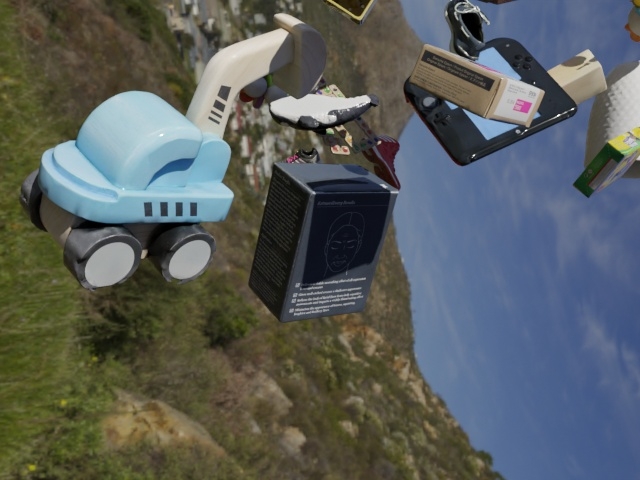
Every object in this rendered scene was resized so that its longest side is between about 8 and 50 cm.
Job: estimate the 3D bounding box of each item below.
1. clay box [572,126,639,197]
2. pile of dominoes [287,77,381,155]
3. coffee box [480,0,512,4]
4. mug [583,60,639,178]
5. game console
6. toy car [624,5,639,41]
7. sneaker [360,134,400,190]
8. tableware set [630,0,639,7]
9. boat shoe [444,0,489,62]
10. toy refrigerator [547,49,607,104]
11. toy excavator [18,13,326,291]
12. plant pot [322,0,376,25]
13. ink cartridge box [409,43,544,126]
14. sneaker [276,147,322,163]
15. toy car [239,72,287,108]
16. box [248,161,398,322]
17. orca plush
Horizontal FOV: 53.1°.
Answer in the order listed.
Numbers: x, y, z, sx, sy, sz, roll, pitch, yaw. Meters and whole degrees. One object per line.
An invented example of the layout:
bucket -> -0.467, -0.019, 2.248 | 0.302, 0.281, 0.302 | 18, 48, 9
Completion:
clay box -> 0.671, -0.182, 1.456 | 0.053, 0.222, 0.127 | 47, -46, 21
pile of dominoes -> 0.046, -0.355, 1.830 | 0.251, 0.196, 0.040 | 52, -41, 11
coffee box -> 0.533, -0.732, 1.734 | 0.098, 0.246, 0.141 | 37, -41, 42
mug -> 1.043, -0.378, 2.059 | 0.276, 0.374, 0.328 | 179, -80, -65
game console -> 0.461, -0.400, 1.792 | 0.342, 0.386, 0.060 | 60, -9, 33
toy car -> 1.001, -0.672, 1.882 | 0.238, 0.210, 0.219 | 90, 25, -63
sneaker -> 0.239, -0.270, 2.162 | 0.221, 0.128, 0.087 | 62, -25, 12
tableware set -> 0.849, -0.670, 1.673 | 0.024, 0.104, 0.154 | 13, 52, -60
boat shoe -> 0.351, -0.519, 1.535 | 0.079, 0.095, 0.254 | -48, -157, 44
toy refrigerator -> 0.679, -0.434, 1.874 | 0.102, 0.269, 0.094 | 44, 25, -45
toy excavator -> -0.215, -0.169, 1.045 | 0.222, 0.433, 0.445 | 41, -61, 33
plant pot -> 0.052, -0.380, 0.985 | 0.081, 0.081, 0.083 | -56, 175, 5
ink cartridge box -> 0.329, -0.319, 1.335 | 0.234, 0.193, 0.088 | -6, 123, -52
sneaker -> -0.081, -0.290, 2.271 | 0.063, 0.170, 0.075 | -99, 180, -60
toy car -> -0.194, -0.486, 2.057 | 0.136, 0.182, 0.159 | -48, -144, 35
box -> 0.000, 0.000, 1.802 | 0.212, 0.293, 0.395 | 42, -55, 46
orca plush -> 0.011, -0.336, 1.716 | 0.102, 0.287, 0.151 | 87, -17, -54
